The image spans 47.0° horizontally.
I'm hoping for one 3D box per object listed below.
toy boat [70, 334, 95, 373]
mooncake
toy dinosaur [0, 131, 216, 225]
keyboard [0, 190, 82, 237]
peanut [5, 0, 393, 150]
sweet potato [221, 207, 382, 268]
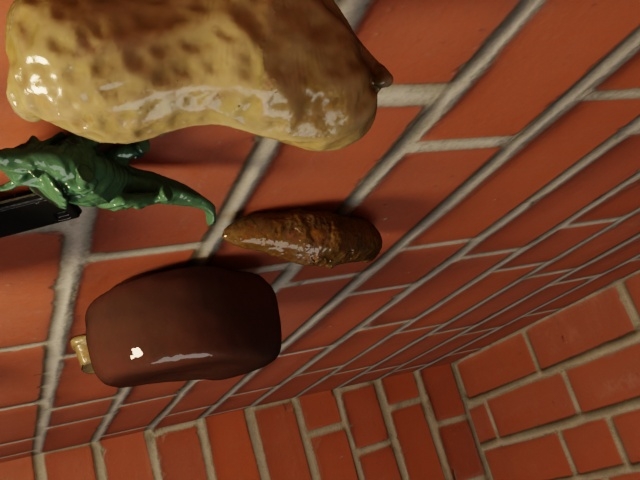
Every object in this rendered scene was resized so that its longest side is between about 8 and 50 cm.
[{"bbox_3d":[-0.435,0.232,1.525,0.116,0.061,0.188,-24,160,24],"label":"toy boat"},{"bbox_3d":[-0.233,0.157,1.301,0.325,0.174,0.334,-11,165,-4],"label":"mooncake"},{"bbox_3d":[-0.217,-0.071,0.804,0.291,0.079,0.120,4,159,-40],"label":"toy dinosaur"},{"bbox_3d":[-0.407,-0.020,0.872,0.230,0.025,0.094,-14,160,-5],"label":"keyboard"},{"bbox_3d":[-0.090,-0.153,0.576,0.291,0.159,0.143,1,-175,-15],"label":"peanut"},{"bbox_3d":[0.004,0.000,1.166,0.114,0.092,0.341,-10,169,42],"label":"sweet potato"}]
